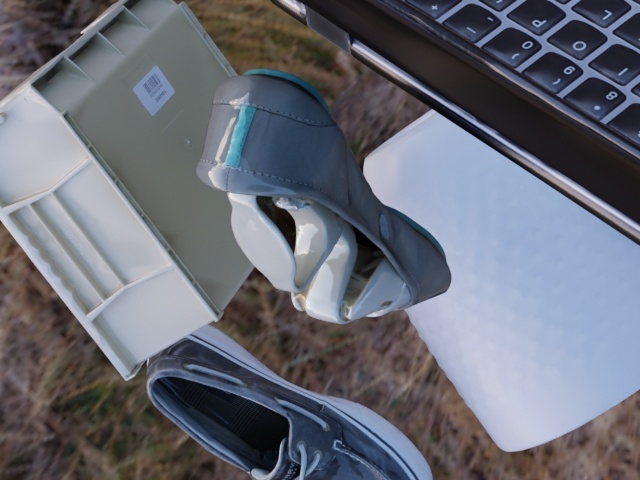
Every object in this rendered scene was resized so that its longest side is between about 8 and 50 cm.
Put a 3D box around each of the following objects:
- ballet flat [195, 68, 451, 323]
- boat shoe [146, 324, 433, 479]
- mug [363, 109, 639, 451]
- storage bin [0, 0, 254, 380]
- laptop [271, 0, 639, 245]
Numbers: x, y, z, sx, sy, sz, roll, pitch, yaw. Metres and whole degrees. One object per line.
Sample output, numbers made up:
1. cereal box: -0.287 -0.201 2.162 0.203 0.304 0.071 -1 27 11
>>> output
1. ballet flat: 0.000 0.000 0.777 0.072 0.213 0.068 7 68 26
2. boat shoe: -0.041 0.211 1.772 0.335 0.119 0.121 29 118 -6
3. mug: 0.233 -0.014 1.739 0.374 0.276 0.328 -32 94 44
4. storage bin: -0.159 -0.064 1.558 0.123 0.262 0.260 -28 105 32
5. laptop: 0.138 -0.119 0.635 0.382 0.408 0.236 37 151 31
